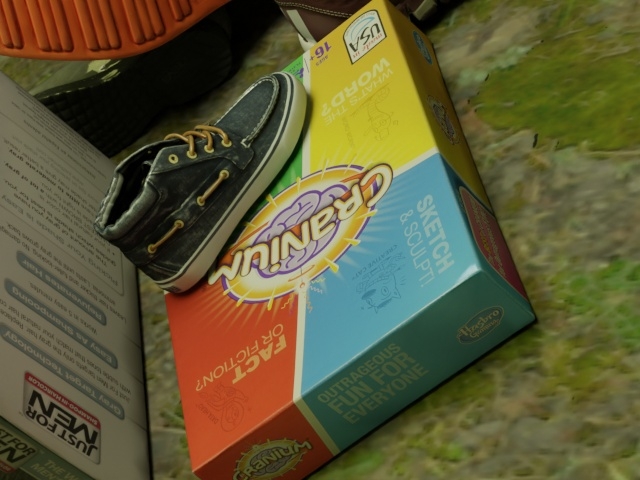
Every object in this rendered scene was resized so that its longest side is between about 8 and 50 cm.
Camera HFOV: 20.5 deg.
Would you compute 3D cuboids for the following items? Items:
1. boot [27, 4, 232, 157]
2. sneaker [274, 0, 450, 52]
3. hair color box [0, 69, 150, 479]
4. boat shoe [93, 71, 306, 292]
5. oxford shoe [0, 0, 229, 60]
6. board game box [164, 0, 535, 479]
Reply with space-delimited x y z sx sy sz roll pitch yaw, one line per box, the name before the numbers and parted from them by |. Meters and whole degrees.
boot | -0.174 -0.167 1.573 0.246 0.083 0.161 -24 38 20
sneaker | 0.067 -0.260 1.310 0.281 0.162 0.106 -41 38 6
hair color box | -0.236 0.049 1.342 0.113 0.185 0.374 -34 39 20
boat shoe | -0.083 -0.058 1.251 0.065 0.083 0.183 15 70 51
oxford shoe | -0.142 -0.239 1.469 0.363 0.130 0.133 -16 24 -16
board game box | 0.000 0.000 1.240 0.242 0.064 0.316 -37 38 17
